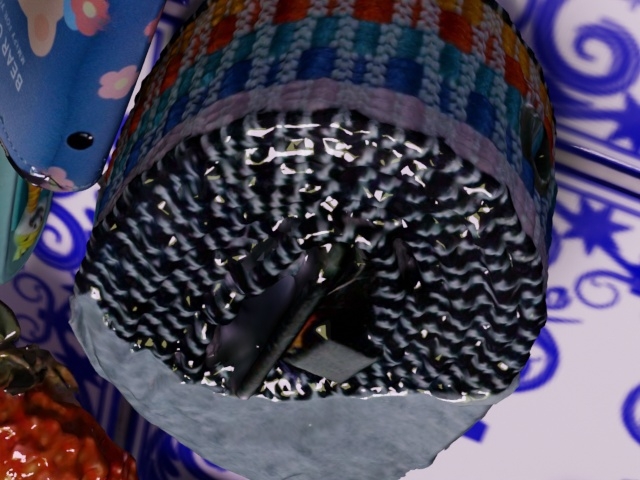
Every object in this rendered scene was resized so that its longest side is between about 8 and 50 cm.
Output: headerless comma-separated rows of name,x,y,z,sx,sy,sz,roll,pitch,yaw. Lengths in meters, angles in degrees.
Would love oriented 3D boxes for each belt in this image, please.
belt,0.000,0.000,0.679,0.207,0.150,0.257,24,135,-10

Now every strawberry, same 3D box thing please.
strawberry,-0.190,0.142,0.858,0.175,0.107,0.236,28,148,27

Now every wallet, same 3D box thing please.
wallet,-0.099,-0.138,0.622,0.141,0.059,0.202,61,141,30

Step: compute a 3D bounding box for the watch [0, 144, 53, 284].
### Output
watch,-0.231,-0.070,0.781,0.195,0.068,0.237,26,137,5
